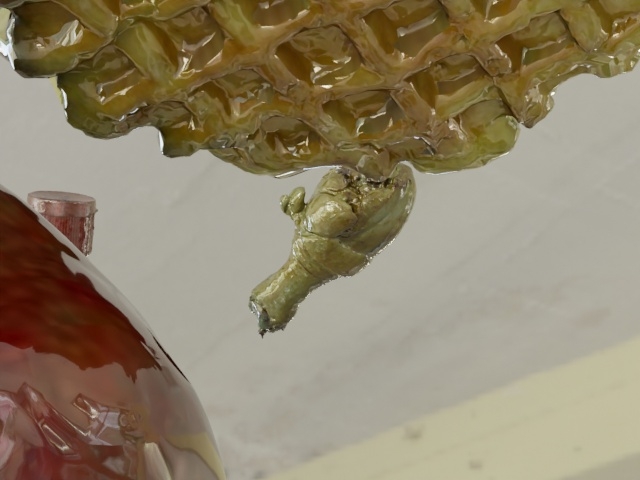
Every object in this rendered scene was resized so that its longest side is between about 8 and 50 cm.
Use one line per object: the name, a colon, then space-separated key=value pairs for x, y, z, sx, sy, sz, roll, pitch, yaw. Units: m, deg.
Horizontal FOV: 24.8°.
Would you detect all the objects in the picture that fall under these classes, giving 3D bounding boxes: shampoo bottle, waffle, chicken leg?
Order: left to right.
shampoo bottle: x=-0.276 y=0.108 z=1.497 sx=0.076 sy=0.314 sz=0.118 roll=5 pitch=9 yaw=-7
chicken leg: x=0.000 y=0.000 z=1.442 sx=0.228 sy=0.088 sz=0.103 roll=-41 pitch=-38 yaw=10
waffle: x=0.010 y=-0.119 z=0.607 sx=0.301 sy=0.058 sz=0.281 roll=20 pitch=-41 yaw=-33

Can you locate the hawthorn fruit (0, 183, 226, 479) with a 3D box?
hawthorn fruit: x=-0.178 y=0.123 z=0.563 sx=0.308 sy=0.308 sz=0.325 roll=-3 pitch=-18 yaw=-3

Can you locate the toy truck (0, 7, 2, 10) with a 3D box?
toy truck: x=-0.297 y=-0.319 z=1.600 sx=0.157 sy=0.272 sz=0.124 roll=14 pitch=-36 yaw=-18
